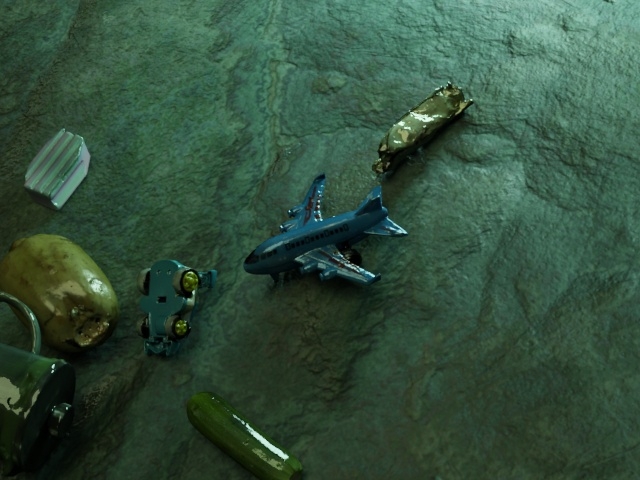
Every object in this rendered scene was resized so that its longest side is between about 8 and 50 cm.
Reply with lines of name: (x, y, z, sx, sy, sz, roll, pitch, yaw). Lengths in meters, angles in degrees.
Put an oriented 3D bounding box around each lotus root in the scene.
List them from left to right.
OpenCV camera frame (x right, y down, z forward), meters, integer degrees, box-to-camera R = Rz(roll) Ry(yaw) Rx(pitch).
lotus root: (-0.461, 0.081, 1.801, 0.160, 0.146, 0.284, -24, 45, -29)

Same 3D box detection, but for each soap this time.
soap: (-0.513, -0.141, 2.028, 0.100, 0.056, 0.149, 20, 64, 25)

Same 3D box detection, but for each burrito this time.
burrito: (0.175, -0.201, 1.858, 0.229, 0.063, 0.058, -39, 44, -14)

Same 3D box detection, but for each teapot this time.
teapot: (-0.548, 0.214, 1.659, 0.336, 0.200, 0.271, 17, 68, 7)

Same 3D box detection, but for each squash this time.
squash: (-0.122, 0.304, 1.590, 0.228, 0.066, 0.066, 31, 69, 31)

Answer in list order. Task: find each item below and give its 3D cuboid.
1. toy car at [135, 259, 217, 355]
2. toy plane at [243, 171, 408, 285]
toy car: (-0.240, 0.115, 1.757, 0.126, 0.098, 0.162, -5, 80, 46)
toy plane: (0.000, 0.000, 1.742, 0.271, 0.105, 0.254, -26, 52, -1)
